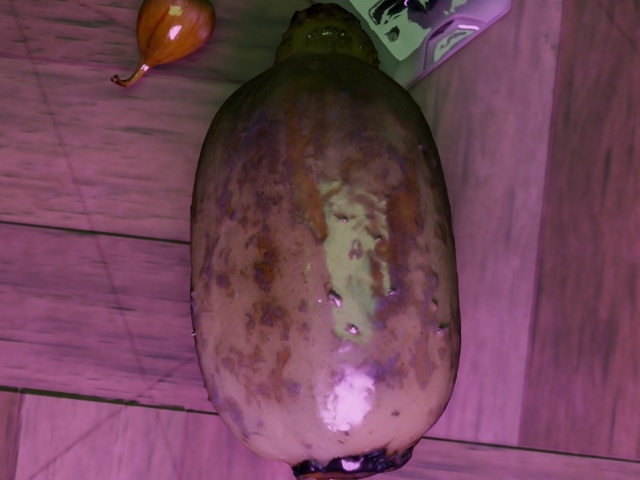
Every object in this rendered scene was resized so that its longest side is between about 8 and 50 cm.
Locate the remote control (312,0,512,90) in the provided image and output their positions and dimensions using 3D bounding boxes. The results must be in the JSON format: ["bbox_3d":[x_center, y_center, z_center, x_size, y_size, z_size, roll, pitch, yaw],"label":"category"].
[{"bbox_3d":[-0.005,-0.251,1.313,0.109,0.055,0.313,-38,87,-3],"label":"remote control"}]

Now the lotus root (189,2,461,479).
[{"bbox_3d":[0.000,0.000,1.249,0.173,0.173,0.309,-6,83,-1],"label":"lotus root"}]

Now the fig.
[{"bbox_3d":[-0.107,-0.134,1.308,0.050,0.050,0.083,41,96,3],"label":"fig"}]
